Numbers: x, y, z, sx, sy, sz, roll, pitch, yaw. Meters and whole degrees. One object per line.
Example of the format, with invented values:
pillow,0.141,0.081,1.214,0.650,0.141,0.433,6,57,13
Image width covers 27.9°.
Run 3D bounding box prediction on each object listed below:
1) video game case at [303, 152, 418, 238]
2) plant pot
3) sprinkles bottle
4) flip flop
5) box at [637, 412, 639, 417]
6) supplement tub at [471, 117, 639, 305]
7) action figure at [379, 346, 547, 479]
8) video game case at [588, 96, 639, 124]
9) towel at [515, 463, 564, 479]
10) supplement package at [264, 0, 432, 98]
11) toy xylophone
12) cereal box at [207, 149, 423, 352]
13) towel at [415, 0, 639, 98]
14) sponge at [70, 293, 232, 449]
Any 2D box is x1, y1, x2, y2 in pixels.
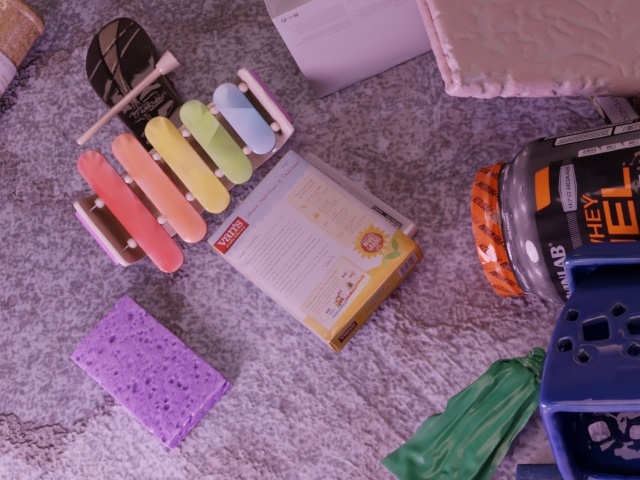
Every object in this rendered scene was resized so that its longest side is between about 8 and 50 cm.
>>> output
video game case,0.000,0.000,1.736,0.201,0.023,0.183,36,81,28
plant pot,0.366,0.130,1.368,0.236,0.236,0.212,-2,58,19
sprinkles bottle,-0.559,-0.217,1.973,0.121,0.121,0.355,21,74,26
flip flop,-0.247,-0.205,1.892,0.112,0.080,0.277,-39,75,3
box,0.454,0.180,1.474,0.183,0.056,0.231,-29,60,3
supplement tub,0.362,-0.037,1.506,0.338,0.207,0.207,-11,62,26
action figure,0.195,0.220,1.540,0.137,0.063,0.232,38,86,31
video game case,0.479,-0.190,1.649,0.232,0.042,0.210,-28,61,4
towel,0.283,0.291,1.495,0.119,0.029,0.067,-1,65,19
supplement package,0.033,-0.338,1.780,0.194,0.203,0.149,-23,60,7
toy xylophone,-0.207,-0.119,1.787,0.236,0.081,0.323,43,88,2
cereal box,-0.009,0.010,1.692,0.240,0.047,0.173,39,82,29
towel,0.271,-0.305,1.630,0.332,0.053,0.317,-3,57,-20
sponge,-0.229,0.174,1.727,0.210,0.031,0.117,37,81,29
